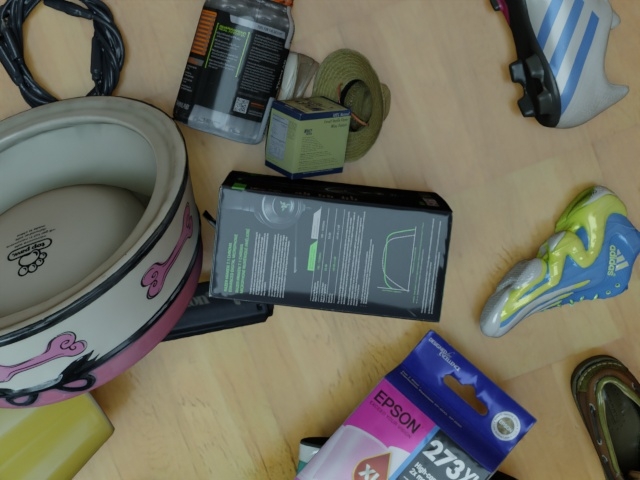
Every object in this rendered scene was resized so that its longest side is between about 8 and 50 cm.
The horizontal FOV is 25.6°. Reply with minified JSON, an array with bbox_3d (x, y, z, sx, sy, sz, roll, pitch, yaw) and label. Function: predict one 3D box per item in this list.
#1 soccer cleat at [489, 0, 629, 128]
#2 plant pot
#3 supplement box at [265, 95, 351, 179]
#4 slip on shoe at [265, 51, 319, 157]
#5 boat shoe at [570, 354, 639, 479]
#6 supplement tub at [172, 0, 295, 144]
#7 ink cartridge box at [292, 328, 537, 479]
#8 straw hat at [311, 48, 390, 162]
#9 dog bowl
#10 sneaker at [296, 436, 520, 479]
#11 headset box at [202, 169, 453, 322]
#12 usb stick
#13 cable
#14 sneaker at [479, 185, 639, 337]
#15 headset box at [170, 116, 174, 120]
[{"bbox_3d":[0.284,-0.303,1.716,0.143,0.116,0.331,-17,99,-15],"label":"soccer cleat"},{"bbox_3d":[-0.390,0.238,1.703,0.239,0.254,0.254,-36,96,-13],"label":"plant pot"},{"bbox_3d":[-0.015,-0.126,1.711,0.083,0.056,0.083,-10,118,-39],"label":"supplement box"},{"bbox_3d":[-0.037,-0.165,1.747,0.041,0.051,0.135,15,92,-5],"label":"slip on shoe"},{"bbox_3d":[0.411,0.293,1.777,0.111,0.104,0.307,-33,96,3],"label":"boat shoe"},{"bbox_3d":[-0.100,-0.220,1.705,0.117,0.117,0.190,17,96,-3],"label":"supplement tub"},{"bbox_3d":[0.077,0.298,1.696,0.176,0.069,0.371,41,84,10],"label":"ink cartridge box"},{"bbox_3d":[0.053,-0.167,1.737,0.061,0.144,0.144,-8,98,-39],"label":"straw hat"},{"bbox_3d":[-0.314,0.019,1.608,0.408,0.408,0.150,-22,129,2],"label":"dog bowl"},{"bbox_3d":[0.106,0.359,1.769,0.295,0.124,0.178,9,91,6],"label":"sneaker"},{"bbox_3d":[0.000,0.000,1.668,0.283,0.246,0.131,6,97,0],"label":"headset box"},{"bbox_3d":[-0.192,0.091,1.711,0.278,0.077,0.045,-9,131,-26],"label":"usb stick"},{"bbox_3d":[-0.317,-0.234,1.741,0.150,0.047,0.184,-33,93,-2],"label":"cable"},{"bbox_3d":[0.312,0.053,1.756,0.126,0.091,0.240,41,94,-6],"label":"sneaker"},{"bbox_3d":[-0.221,-0.119,1.757,0.062,0.032,0.083,11,97,-2],"label":"headset box"}]
